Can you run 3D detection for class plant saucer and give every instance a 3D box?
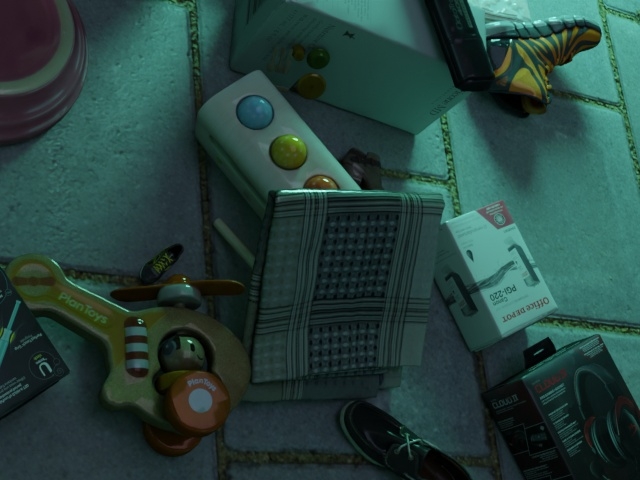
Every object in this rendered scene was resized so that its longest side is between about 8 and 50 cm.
[{"bbox_3d":[-0.476,-0.297,1.505,0.332,0.084,0.332,13,63,-28],"label":"plant saucer"}]

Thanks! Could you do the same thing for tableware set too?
[{"bbox_3d":[-0.045,-0.245,1.734,0.104,0.154,0.024,8,35,-15],"label":"tableware set"}]

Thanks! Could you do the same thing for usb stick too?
[{"bbox_3d":[0.210,-0.368,1.747,0.077,0.045,0.278,-9,73,-28],"label":"usb stick"}]

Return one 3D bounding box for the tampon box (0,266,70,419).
[{"bbox_3d":[-0.414,0.139,1.336,0.120,0.101,0.161,-33,89,-38],"label":"tampon box"}]

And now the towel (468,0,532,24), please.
[{"bbox_3d":[0.271,-0.588,2.155,0.317,0.053,0.332,5,67,-32],"label":"towel"}]

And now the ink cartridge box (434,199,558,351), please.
[{"bbox_3d":[0.284,0.059,1.837,0.158,0.092,0.218,-20,82,-38],"label":"ink cartridge box"}]

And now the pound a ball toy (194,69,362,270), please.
[{"bbox_3d":[-0.070,-0.075,1.610,0.208,0.136,0.319,-35,80,-22],"label":"pound a ball toy"}]

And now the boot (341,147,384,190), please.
[{"bbox_3d":[0.088,-0.105,1.818,0.118,0.042,0.087,28,54,-20],"label":"boot"}]

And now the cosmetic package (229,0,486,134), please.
[{"bbox_3d":[0.066,-0.336,1.802,0.385,0.217,0.156,17,60,-24],"label":"cosmetic package"}]

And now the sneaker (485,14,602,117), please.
[{"bbox_3d":[0.431,-0.333,2.112,0.321,0.124,0.180,-11,79,-25],"label":"sneaker"}]

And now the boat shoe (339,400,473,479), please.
[{"bbox_3d":[0.132,0.315,1.629,0.233,0.079,0.084,40,54,-9],"label":"boat shoe"}]

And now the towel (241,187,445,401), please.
[{"bbox_3d":[0.036,0.085,1.571,0.312,0.056,0.324,0,107,-36],"label":"towel"}]

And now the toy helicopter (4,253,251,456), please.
[{"bbox_3d":[-0.252,0.112,1.441,0.355,0.140,0.235,30,58,-9],"label":"toy helicopter"}]

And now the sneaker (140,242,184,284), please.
[{"bbox_3d":[-0.228,0.030,1.551,0.031,0.035,0.083,44,52,-8],"label":"sneaker"}]

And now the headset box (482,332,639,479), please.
[{"bbox_3d":[0.420,0.306,1.799,0.218,0.110,0.293,-21,81,-37],"label":"headset box"}]
